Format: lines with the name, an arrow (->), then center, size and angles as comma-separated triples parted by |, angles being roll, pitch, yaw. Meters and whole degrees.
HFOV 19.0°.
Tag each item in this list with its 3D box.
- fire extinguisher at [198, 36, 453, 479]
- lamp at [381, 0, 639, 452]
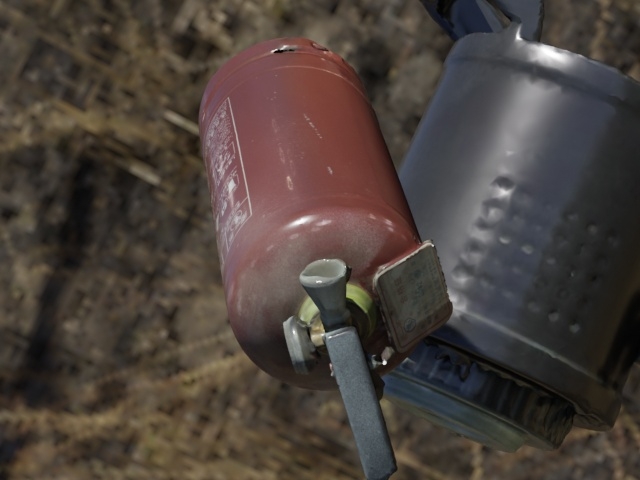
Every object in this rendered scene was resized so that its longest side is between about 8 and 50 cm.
fire extinguisher -> 0.000, 0.000, 0.894 | 0.105, 0.105, 0.269 | -57, 21, 19
lamp -> 0.127, -0.001, 1.285 | 0.272, 0.374, 0.205 | -46, -3, -8
